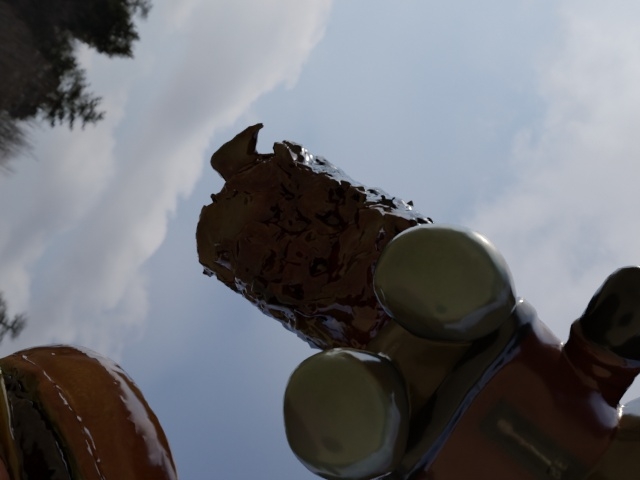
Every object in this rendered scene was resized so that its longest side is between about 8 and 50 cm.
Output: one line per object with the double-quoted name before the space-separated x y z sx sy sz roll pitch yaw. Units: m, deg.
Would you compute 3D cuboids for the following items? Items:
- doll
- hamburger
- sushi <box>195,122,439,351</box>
"doll" 0.137 0.144 0.387 0.235 0.330 0.174 -50 169 -8
"hamburger" -0.227 0.203 0.423 0.290 0.225 0.291 7 -79 44
"sushi" 0.000 0.000 0.702 0.343 0.182 0.196 28 -102 44
